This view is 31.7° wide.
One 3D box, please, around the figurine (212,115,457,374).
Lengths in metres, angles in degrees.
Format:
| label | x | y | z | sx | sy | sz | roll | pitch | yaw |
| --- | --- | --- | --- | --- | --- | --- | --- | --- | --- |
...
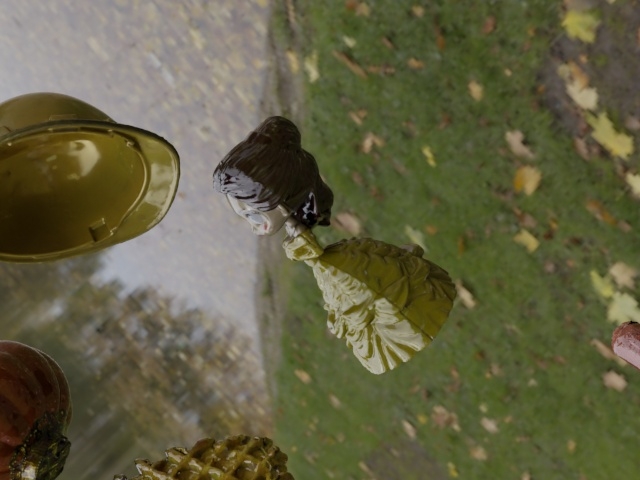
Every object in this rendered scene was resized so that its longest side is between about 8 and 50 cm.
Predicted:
| label | x | y | z | sx | sy | sz | roll | pitch | yaw |
| --- | --- | --- | --- | --- | --- | --- | --- | --- | --- |
| figurine | -0.003 | 0.003 | 1.381 | 0.315 | 0.168 | 0.187 | 41 | -160 | -16 |

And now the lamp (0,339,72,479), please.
| label | x | y | z | sx | sy | sz | roll | pitch | yaw |
| --- | --- | --- | --- | --- | --- | --- | --- | --- | --- |
| lamp | -0.411 | 0.235 | 1.421 | 0.196 | 0.223 | 0.223 | 25 | 155 | 17 |

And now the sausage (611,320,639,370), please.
| label | x | y | z | sx | sy | sz | roll | pitch | yaw |
| --- | --- | --- | --- | --- | --- | --- | --- | --- | --- |
| sausage | 0.517 | 0.176 | 1.751 | 0.141 | 0.076 | 0.076 | 37 | 160 | 45 |

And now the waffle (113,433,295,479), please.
| label | x | y | z | sx | sy | sz | roll | pitch | yaw |
| --- | --- | --- | --- | --- | --- | --- | --- | --- | --- |
| waffle | -0.134 | 0.311 | 1.277 | 0.229 | 0.231 | 0.051 | -107 | -7 | -54 |

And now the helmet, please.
| label | x | y | z | sx | sy | sz | roll | pitch | yaw |
| --- | --- | --- | --- | --- | --- | --- | --- | --- | --- |
| helmet | -0.299 | -0.091 | 1.245 | 0.140 | 0.257 | 0.205 | 58 | 143 | 35 |
